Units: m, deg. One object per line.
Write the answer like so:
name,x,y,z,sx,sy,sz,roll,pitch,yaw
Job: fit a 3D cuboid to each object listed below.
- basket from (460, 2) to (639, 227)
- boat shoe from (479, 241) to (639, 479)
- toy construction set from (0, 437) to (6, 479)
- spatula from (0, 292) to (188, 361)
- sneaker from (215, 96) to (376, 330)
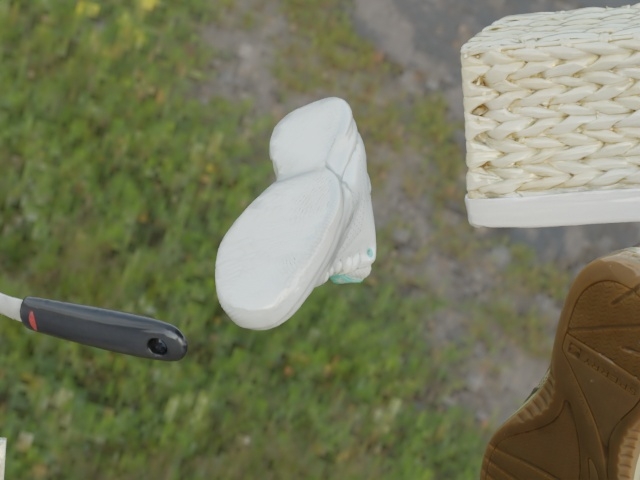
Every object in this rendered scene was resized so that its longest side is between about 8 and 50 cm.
basket,0.166,-0.072,1.006,0.167,0.103,0.113,-2,16,21
boat shoe,0.222,0.122,1.408,0.123,0.342,0.123,36,46,24
toy construction set,-0.303,0.132,1.162,0.215,0.151,0.327,-14,-4,-4
spatula,-0.210,0.040,1.248,0.296,0.084,0.030,15,38,31
sneaker,0.000,0.000,1.158,0.080,0.094,0.212,-14,31,25
